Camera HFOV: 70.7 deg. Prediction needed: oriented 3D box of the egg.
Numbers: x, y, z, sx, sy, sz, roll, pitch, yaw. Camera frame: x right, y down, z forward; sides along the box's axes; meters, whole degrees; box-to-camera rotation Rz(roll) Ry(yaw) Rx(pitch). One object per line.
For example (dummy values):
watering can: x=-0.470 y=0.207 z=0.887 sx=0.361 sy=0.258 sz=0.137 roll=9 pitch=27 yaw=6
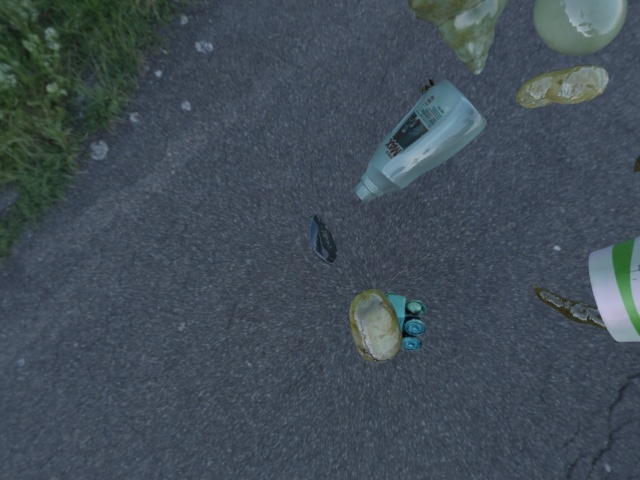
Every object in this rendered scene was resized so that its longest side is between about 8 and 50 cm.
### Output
egg: x=0.716 y=-0.637 z=1.252 sx=0.219 sy=0.219 sz=0.269 roll=-7 pitch=57 yaw=6

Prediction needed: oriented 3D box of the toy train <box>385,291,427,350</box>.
toy train: x=0.261 y=0.271 z=1.483 sx=0.163 sy=0.203 sz=0.112 roll=8 pitch=41 yaw=8

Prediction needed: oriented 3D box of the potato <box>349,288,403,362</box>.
potato: x=0.115 y=0.183 z=0.950 sx=0.107 sy=0.080 sz=0.170 roll=-31 pitch=117 yaw=-16

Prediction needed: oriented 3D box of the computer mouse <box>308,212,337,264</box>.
computer mouse: x=0.000 y=0.000 z=1.570 sx=0.062 sy=0.106 sz=0.192 roll=-28 pitch=68 yaw=27

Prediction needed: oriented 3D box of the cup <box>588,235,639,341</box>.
cup: x=0.670 y=0.079 z=0.824 sx=0.274 sy=0.253 sz=0.253 roll=-23 pitch=79 yaw=42

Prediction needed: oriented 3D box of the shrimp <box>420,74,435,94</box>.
shrimp: x=0.439 y=-0.593 z=1.791 sx=0.058 sy=0.296 sz=0.169 roll=-12 pitch=77 yaw=23

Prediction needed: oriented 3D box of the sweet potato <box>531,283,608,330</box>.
sweet potato: x=0.746 y=0.203 z=1.319 sx=0.274 sy=0.067 sz=0.067 roll=29 pitch=87 yaw=37

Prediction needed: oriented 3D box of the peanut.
peanut: x=0.495 y=-0.314 z=0.935 sx=0.175 sy=0.080 sz=0.080 roll=0 pitch=82 yaw=42

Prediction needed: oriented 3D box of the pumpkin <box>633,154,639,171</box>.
pumpkin: x=0.445 y=-0.110 z=0.593 sx=0.050 sy=0.083 sz=0.028 roll=-14 pitch=92 yaw=18

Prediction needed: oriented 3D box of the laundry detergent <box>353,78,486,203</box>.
laundry detergent: x=0.256 y=-0.267 z=1.303 sx=0.125 sy=0.264 sz=0.398 roll=33 pitch=116 yaw=-31

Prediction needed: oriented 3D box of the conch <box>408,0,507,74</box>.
conch: x=0.111 y=-0.326 z=0.337 sx=0.203 sy=0.386 sz=0.169 roll=-21 pitch=39 yaw=-14
